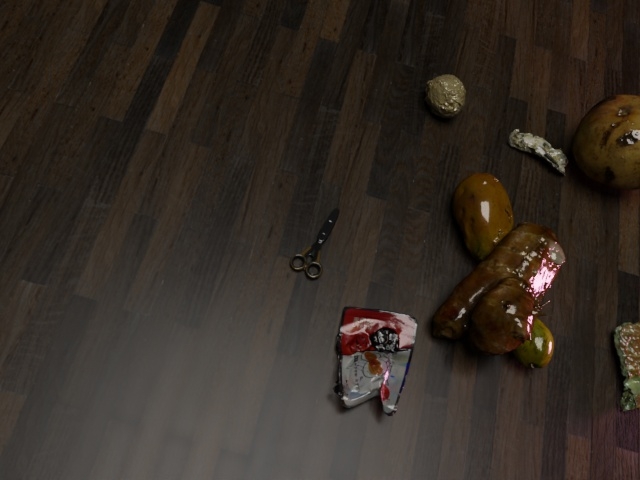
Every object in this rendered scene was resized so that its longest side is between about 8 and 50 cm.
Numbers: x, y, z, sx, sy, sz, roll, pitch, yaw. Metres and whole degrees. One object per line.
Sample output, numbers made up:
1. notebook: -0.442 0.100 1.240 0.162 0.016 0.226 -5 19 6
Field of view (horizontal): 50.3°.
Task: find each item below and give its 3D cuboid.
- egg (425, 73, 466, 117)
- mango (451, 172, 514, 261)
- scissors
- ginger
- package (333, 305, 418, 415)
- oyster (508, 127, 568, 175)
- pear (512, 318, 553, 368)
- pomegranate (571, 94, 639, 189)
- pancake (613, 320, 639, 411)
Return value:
1. egg: 0.370 -0.428 2.011 0.118 0.116 0.140 -23 64 8
2. mango: 0.436 -0.065 1.844 0.156 0.151 0.249 -11 75 30
3. scissors: 0.000 0.000 1.782 0.088 0.017 0.220 26 62 5
4. ginger: 0.487 0.124 1.696 0.418 0.254 0.176 -41 123 -20
5. package: 0.130 0.287 1.646 0.194 0.071 0.269 15 49 -7
6. oyster: 0.659 -0.265 2.038 0.200 0.061 0.106 45 47 9
7. pear: 0.531 0.259 1.714 0.107 0.107 0.131 14 55 -5
8. pomegranate: 0.877 -0.282 1.965 0.281 0.281 0.281 5 64 -9
9. pancake: 0.858 0.289 1.801 0.197 0.054 0.376 35 61 5
